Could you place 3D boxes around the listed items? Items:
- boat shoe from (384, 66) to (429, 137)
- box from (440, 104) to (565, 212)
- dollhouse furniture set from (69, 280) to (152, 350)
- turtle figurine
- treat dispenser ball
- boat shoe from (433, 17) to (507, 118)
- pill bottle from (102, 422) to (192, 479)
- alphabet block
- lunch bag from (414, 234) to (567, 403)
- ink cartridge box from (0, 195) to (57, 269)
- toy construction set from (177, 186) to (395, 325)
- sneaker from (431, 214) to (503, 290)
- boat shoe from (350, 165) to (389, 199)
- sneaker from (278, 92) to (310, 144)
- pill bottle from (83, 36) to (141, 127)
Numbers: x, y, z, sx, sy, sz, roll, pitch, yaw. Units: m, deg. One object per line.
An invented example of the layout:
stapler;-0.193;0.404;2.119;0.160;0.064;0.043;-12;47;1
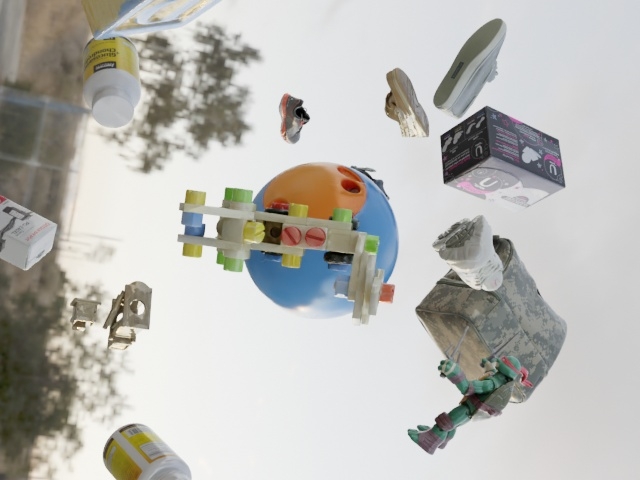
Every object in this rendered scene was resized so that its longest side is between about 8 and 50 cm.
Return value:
boat shoe;0.138;-0.229;1.728;0.170;0.059;0.063;55;31;-49
box;0.422;-0.181;2.336;0.163;0.247;0.142;-32;-132;45
dollhouse furniture set;-0.458;0.152;2.103;0.182;0.161;0.101;-37;-133;56
turtle figurine;0.245;0.241;1.616;0.234;0.175;0.118;-50;-126;9
treat dispenser ball;0.000;0.000;1.827;0.288;0.288;0.288;-169;-90;-70
boat shoe;0.328;-0.358;2.112;0.227;0.081;0.079;-55;-147;5
pill bottle;-0.325;0.444;1.922;0.215;0.117;0.117;28;-73;50
alphabet block;-0.276;-0.456;1.606;0.192;0.193;0.197;-20;-90;46
lunch bag;0.395;0.172;2.203;0.256;0.305;0.213;-47;-154;-21
ink cartridge box;-0.608;-0.019;1.959;0.063;0.150;0.109;-66;176;30
toy construction set;-0.036;0.004;1.463;0.215;0.328;0.151;-1;113;-84
sneaker;0.242;0.027;1.528;0.090;0.115;0.232;-40;-178;6
boat shoe;0.073;-0.113;2.063;0.254;0.095;0.079;-133;-144;-71
sneaker;-0.056;-0.274;2.327;0.158;0.065;0.061;78;30;-58
pill bottle;-0.383;-0.292;1.841;0.184;0.103;0.103;-104;-149;-44
